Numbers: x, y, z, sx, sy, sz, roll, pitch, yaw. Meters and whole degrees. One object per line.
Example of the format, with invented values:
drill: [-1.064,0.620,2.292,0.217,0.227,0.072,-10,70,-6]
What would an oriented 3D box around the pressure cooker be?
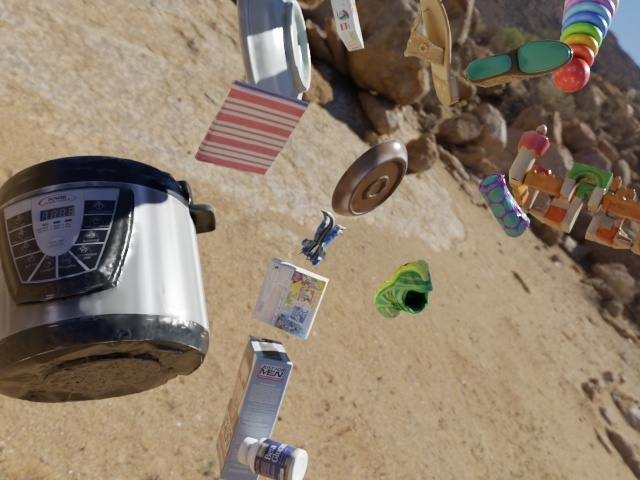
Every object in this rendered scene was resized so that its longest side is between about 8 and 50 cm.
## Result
pressure cooker: [-0.407,0.048,1.046,0.370,0.376,0.419,19,50,-47]

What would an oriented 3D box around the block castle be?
block castle: [0.804,-0.156,1.707,0.454,0.212,0.303,24,-9,29]

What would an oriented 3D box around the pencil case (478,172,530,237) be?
pencil case: [0.432,-0.082,1.352,0.151,0.070,0.064,51,56,-19]

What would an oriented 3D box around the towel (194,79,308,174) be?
towel: [-0.128,-0.199,1.044,0.144,0.197,0.029,10,49,-30]

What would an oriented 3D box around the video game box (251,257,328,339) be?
video game box: [-0.095,0.180,1.792,0.187,0.205,0.048,23,15,9]

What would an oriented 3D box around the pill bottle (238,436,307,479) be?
pill bottle: [-0.129,0.578,1.528,0.170,0.094,0.094,9,7,23]

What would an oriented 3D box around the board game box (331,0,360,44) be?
board game box: [0.070,-0.659,1.637,0.305,0.053,0.192,-51,129,-77]

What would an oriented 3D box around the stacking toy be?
stacking toy: [0.710,-0.538,1.569,0.141,0.141,0.330,36,64,-31]

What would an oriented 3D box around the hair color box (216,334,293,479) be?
hair color box: [-0.201,0.491,1.702,0.114,0.374,0.185,15,7,-17]

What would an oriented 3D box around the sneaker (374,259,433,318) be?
sneaker: [0.240,0.169,1.687,0.110,0.295,0.123,-8,62,-18]

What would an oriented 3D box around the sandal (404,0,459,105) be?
sandal: [0.204,-0.361,1.117,0.088,0.079,0.239,53,-12,57]

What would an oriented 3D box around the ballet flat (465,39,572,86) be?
ballet flat: [0.402,-0.355,1.169,0.067,0.206,0.072,4,87,-59]

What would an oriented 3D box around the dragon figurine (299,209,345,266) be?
dragon figurine: [0.000,0.000,1.777,0.085,0.144,0.289,36,-10,4]

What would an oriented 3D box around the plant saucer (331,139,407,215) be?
plant saucer: [0.170,-0.184,1.849,0.050,0.310,0.311,48,19,24]

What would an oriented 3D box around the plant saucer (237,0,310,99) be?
plant saucer: [-0.093,-0.461,1.387,0.400,0.101,0.399,-5,90,-80]
